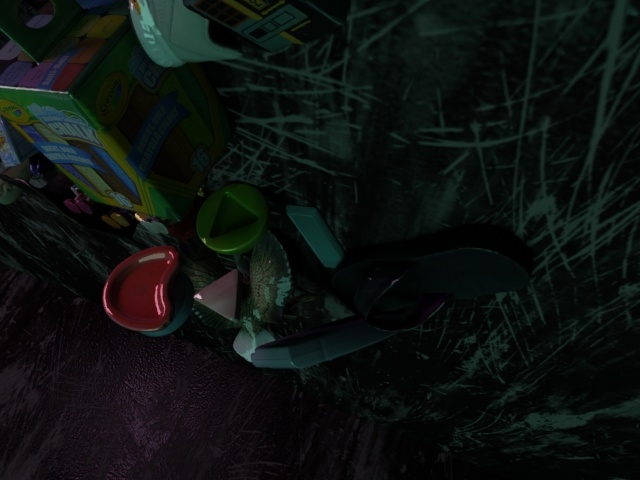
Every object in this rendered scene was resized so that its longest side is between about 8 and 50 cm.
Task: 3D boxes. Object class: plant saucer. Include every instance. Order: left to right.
[{"bbox_3d":[0.000,0.000,0.927,0.067,0.018,0.192,7,148,32],"label":"plant saucer"}]

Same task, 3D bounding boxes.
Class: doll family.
[{"bbox_3d":[-0.285,-0.096,0.831,0.263,0.163,0.118,4,149,27],"label":"doll family"}]

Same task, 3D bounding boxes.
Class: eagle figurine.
[{"bbox_3d":[-0.164,0.110,1.091,0.225,0.226,0.298,36,166,25],"label":"eagle figurine"}]

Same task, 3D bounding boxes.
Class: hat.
[{"bbox_3d":[-0.447,-0.092,1.011,0.332,0.133,0.331,29,172,4],"label":"hat"}]

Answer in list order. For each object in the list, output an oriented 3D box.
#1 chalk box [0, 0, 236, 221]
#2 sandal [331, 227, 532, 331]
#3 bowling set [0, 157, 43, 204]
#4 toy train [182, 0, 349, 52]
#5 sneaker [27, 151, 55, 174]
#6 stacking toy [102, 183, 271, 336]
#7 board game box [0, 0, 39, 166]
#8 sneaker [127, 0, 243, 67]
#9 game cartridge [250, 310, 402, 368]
[{"bbox_3d":[-0.267,-0.187,0.620,0.179,0.180,0.289,13,153,24],"label":"chalk box"},{"bbox_3d":[0.144,0.086,0.853,0.168,0.107,0.446,31,153,-18],"label":"sandal"},{"bbox_3d":[-0.750,-0.221,1.067,0.287,0.154,0.200,43,168,-35],"label":"bowling set"},{"bbox_3d":[-0.089,-0.245,0.322,0.334,0.142,0.190,14,169,-40],"label":"toy train"},{"bbox_3d":[-0.592,-0.213,0.962,0.083,0.087,0.221,5,148,35],"label":"sneaker"},{"bbox_3d":[-0.219,0.033,0.901,0.280,0.308,0.130,4,157,17],"label":"stacking toy"},{"bbox_3d":[-0.408,-0.208,0.686,0.060,0.194,0.194,0,146,41],"label":"board game box"},{"bbox_3d":[-0.144,-0.275,0.463,0.121,0.099,0.262,8,158,17],"label":"sneaker"},{"bbox_3d":[0.023,0.207,1.047,0.294,0.060,0.196,-12,171,-35],"label":"game cartridge"}]
